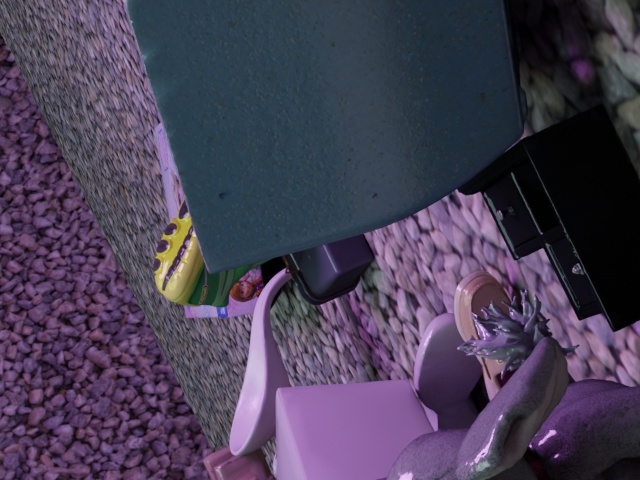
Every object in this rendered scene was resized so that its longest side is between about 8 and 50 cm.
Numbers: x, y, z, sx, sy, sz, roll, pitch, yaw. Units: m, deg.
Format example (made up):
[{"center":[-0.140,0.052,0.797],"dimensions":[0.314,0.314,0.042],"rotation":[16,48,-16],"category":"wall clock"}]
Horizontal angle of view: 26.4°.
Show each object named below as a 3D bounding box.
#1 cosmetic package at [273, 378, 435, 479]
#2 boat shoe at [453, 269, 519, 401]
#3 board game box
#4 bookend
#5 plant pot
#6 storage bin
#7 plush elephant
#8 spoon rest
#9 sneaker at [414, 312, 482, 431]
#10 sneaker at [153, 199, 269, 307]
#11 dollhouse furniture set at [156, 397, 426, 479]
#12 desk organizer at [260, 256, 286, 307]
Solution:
[{"center":[0.052,0.298,1.305],"dimensions":[0.365,0.155,0.197],"rotation":[-112,19,-67],"category":"cosmetic package"},{"center":[0.179,0.104,1.299],"dimensions":[0.059,0.063,0.170],"rotation":[34,154,57],"category":"boat shoe"},{"center":[-0.171,-0.042,2.058],"dimensions":[0.318,0.065,0.319],"rotation":[165,95,-74],"category":"board game box"},{"center":[0.193,-0.005,1.069],"dimensions":[0.156,0.072,0.157],"rotation":[65,164,4],"category":"bookend"},{"center":[0.022,-0.154,1.031],"dimensions":[0.247,0.252,0.248],"rotation":[-82,-19,-57],"category":"plant pot"},{"center":[0.000,0.000,1.669],"dimensions":[0.135,0.098,0.091],"rotation":[63,153,9],"category":"storage bin"},{"center":[0.156,0.199,0.958],"dimensions":[0.330,0.255,0.272],"rotation":[50,136,18],"category":"plush elephant"},{"center":[-0.064,0.147,1.770],"dimensions":[0.084,0.276,0.137],"rotation":[25,167,-11],"category":"spoon rest"},{"center":[0.130,0.140,1.485],"dimensions":[0.212,0.080,0.094],"rotation":[81,170,-46],"category":"sneaker"},{"center":[-0.087,-0.048,1.629],"dimensions":[0.123,0.296,0.109],"rotation":[26,-167,-40],"category":"sneaker"},{"center":[-0.011,0.389,1.691],"dimensions":[0.257,0.394,0.362],"rotation":[68,164,-7],"category":"dollhouse furniture set"},{"center":[-0.080,0.049,2.057],"dimensions":[0.050,0.047,0.130],"rotation":[51,158,36],"category":"desk organizer"}]
